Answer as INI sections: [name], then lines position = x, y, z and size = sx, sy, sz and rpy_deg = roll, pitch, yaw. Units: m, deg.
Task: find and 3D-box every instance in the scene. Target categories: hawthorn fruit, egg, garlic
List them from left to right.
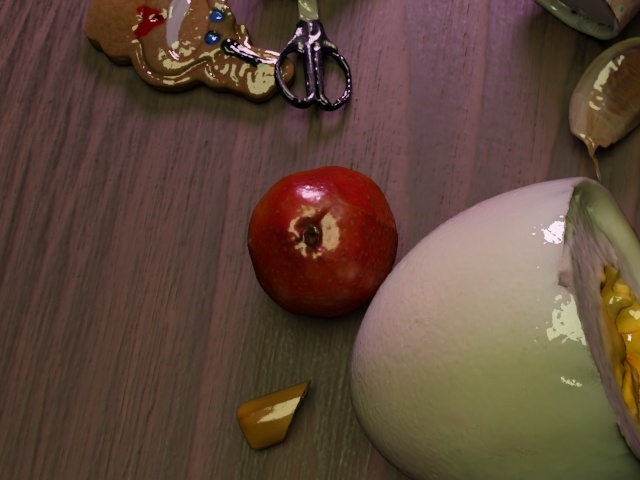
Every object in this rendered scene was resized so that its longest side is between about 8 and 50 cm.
[hawthorn fruit]
position = 0.000, 0.000, 1.436
size = 0.196, 0.225, 0.197
rpy_deg = -1, 85, 7
[egg]
position = 0.195, 0.137, 1.311
size = 0.339, 0.354, 0.355
rpy_deg = -20, 68, 28
[garlic]
position = 0.384, -0.175, 1.505
size = 0.198, 0.090, 0.128
rpy_deg = -42, 83, -10

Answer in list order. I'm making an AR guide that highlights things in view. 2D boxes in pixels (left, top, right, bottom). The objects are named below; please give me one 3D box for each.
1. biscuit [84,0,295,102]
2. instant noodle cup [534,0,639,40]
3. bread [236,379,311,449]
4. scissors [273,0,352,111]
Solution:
[biscuit]
position = -0.180, -0.286, 1.653
size = 0.319, 0.047, 0.183
rpy_deg = 34, 83, 16
[instant noodle cup]
position = 0.374, -0.407, 1.507
size = 0.243, 0.243, 0.231
rpy_deg = 38, 87, 18
[bread]
position = -0.052, 0.218, 1.464
size = 0.103, 0.049, 0.062
rpy_deg = -20, 70, 4
[scissors]
position = -0.016, -0.313, 1.635
size = 0.109, 0.022, 0.300
rpy_deg = 3, 66, -15
